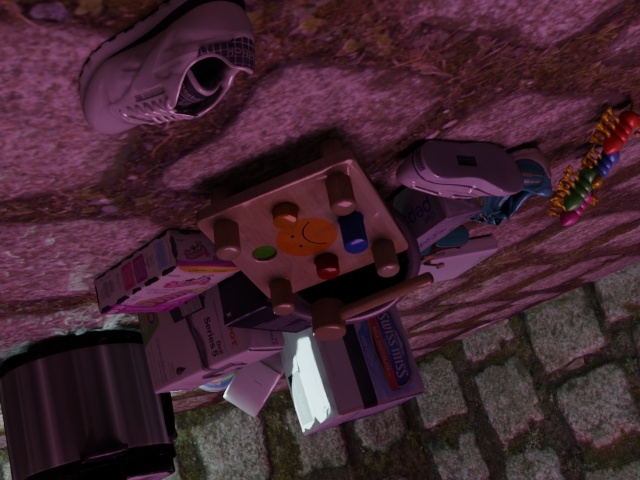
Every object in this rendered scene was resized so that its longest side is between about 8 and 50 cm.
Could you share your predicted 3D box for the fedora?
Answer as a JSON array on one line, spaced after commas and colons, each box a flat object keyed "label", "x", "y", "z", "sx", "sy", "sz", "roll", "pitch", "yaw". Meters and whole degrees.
[{"label": "fedora", "x": 0.039, "y": 0.023, "z": 1.413, "sx": 0.275, "sy": 0.243, "sz": 0.124, "roll": -7, "pitch": -165, "yaw": 0}]

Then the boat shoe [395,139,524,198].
[{"label": "boat shoe", "x": 0.238, "y": -0.116, "z": 1.322, "sx": 0.258, "sy": 0.095, "sz": 0.084, "roll": 9, "pitch": 155, "yaw": -36}]

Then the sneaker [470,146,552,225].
[{"label": "sneaker", "x": 0.308, "y": -0.075, "z": 1.464, "sx": 0.107, "sy": 0.110, "sz": 0.275, "roll": 0, "pitch": 157, "yaw": -46}]

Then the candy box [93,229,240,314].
[{"label": "candy box", "x": -0.271, "y": 0.061, "z": 1.391, "sx": 0.233, "sy": 0.071, "sz": 0.159, "roll": -30, "pitch": 159, "yaw": 36}]

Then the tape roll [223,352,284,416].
[{"label": "tape roll", "x": -0.134, "y": 0.312, "z": 2.015, "sx": 0.286, "sy": 0.100, "sz": 0.286, "roll": -57, "pitch": 177, "yaw": -5}]

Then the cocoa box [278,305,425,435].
[{"label": "cocoa box", "x": 0.047, "y": 0.237, "z": 1.799, "sx": 0.228, "sy": 0.347, "sz": 0.231, "roll": -9, "pitch": 161, "yaw": -27}]

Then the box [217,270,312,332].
[{"label": "box", "x": -0.087, "y": 0.084, "z": 1.474, "sx": 0.108, "sy": 0.153, "sz": 0.207, "roll": -27, "pitch": 156, "yaw": 33}]

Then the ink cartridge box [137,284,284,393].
[{"label": "ink cartridge box", "x": -0.227, "y": 0.171, "z": 1.569, "sx": 0.273, "sy": 0.198, "sz": 0.115, "roll": -28, "pitch": 160, "yaw": 30}]

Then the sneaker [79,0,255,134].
[{"label": "sneaker", "x": -0.157, "y": -0.154, "z": 0.763, "sx": 0.235, "sy": 0.095, "sz": 0.090, "roll": -28, "pitch": 162, "yaw": 38}]

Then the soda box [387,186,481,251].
[{"label": "soda box", "x": 0.172, "y": -0.034, "z": 1.478, "sx": 0.091, "sy": 0.098, "sz": 0.286, "roll": -13, "pitch": 165, "yaw": -32}]

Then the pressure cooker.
[{"label": "pressure cooker", "x": -0.529, "y": 0.452, "z": 1.789, "sx": 0.375, "sy": 0.420, "sz": 0.370, "roll": -22, "pitch": 160, "yaw": 16}]

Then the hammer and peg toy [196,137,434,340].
[{"label": "hammer and peg toy", "x": 0.007, "y": 0.009, "z": 1.227, "sx": 0.266, "sy": 0.127, "sz": 0.361, "roll": -22, "pitch": 141, "yaw": 15}]

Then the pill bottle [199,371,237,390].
[{"label": "pill bottle", "x": -0.283, "y": 0.323, "z": 2.095, "sx": 0.152, "sy": 0.152, "sz": 0.272, "roll": -14, "pitch": 164, "yaw": -12}]

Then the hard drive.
[{"label": "hard drive", "x": 0.249, "y": 0.071, "z": 1.996, "sx": 0.353, "sy": 0.047, "sz": 0.233, "roll": -9, "pitch": 162, "yaw": -27}]

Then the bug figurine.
[{"label": "bug figurine", "x": 0.505, "y": -0.129, "z": 1.433, "sx": 0.216, "sy": 0.072, "sz": 0.279, "roll": -53, "pitch": 164, "yaw": -3}]

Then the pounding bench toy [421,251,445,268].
[{"label": "pounding bench toy", "x": 0.251, "y": 0.038, "z": 1.822, "sx": 0.052, "sy": 0.083, "sz": 0.065, "roll": -5, "pitch": 159, "yaw": -36}]

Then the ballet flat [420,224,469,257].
[{"label": "ballet flat", "x": 0.228, "y": -0.002, "z": 1.709, "sx": 0.221, "sy": 0.077, "sz": 0.079, "roll": -6, "pitch": 180, "yaw": -35}]
